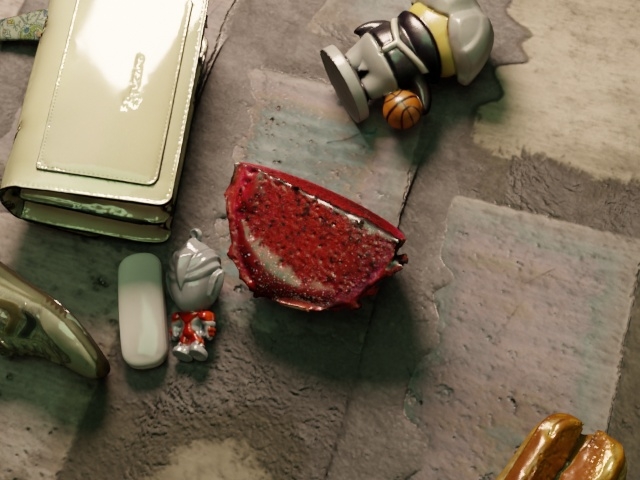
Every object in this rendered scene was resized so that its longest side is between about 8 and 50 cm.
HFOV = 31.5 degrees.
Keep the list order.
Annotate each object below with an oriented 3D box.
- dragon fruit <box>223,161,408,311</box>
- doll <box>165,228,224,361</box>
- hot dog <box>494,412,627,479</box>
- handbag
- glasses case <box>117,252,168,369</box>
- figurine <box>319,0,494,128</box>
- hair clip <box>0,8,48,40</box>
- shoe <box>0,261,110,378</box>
[{"bbox_3d":[0.000,0.000,1.514,0.262,0.163,0.189,26,37,18],"label":"dragon fruit"},{"bbox_3d":[-0.172,0.074,1.532,0.094,0.079,0.180,-4,79,28],"label":"doll"},{"bbox_3d":[0.242,0.363,1.364,0.135,0.100,0.337,30,71,24],"label":"hot dog"},{"bbox_3d":[-0.297,-0.193,1.599,0.237,0.160,0.358,11,67,-7],"label":"handbag"},{"bbox_3d":[-0.241,0.095,1.541,0.063,0.041,0.164,-9,67,2],"label":"glasses case"},{"bbox_3d":[0.136,-0.263,1.617,0.236,0.133,0.176,-29,77,-6],"label":"figurine"},{"bbox_3d":[-0.412,-0.321,1.731,0.229,0.036,0.066,2,71,5],"label":"hair clip"},{"bbox_3d":[-0.398,0.113,1.517,0.275,0.103,0.098,30,73,22],"label":"shoe"}]
